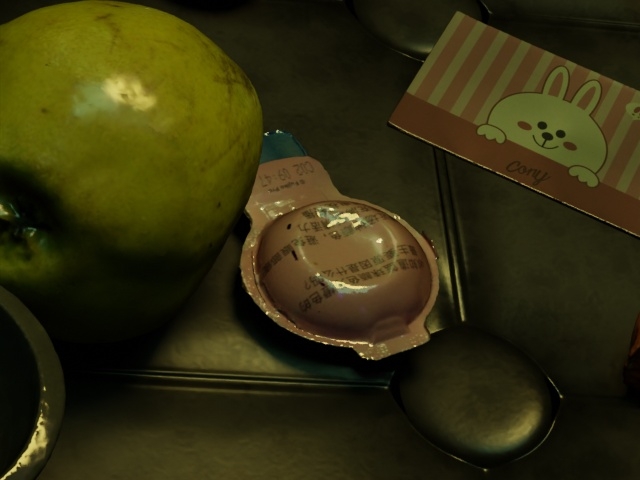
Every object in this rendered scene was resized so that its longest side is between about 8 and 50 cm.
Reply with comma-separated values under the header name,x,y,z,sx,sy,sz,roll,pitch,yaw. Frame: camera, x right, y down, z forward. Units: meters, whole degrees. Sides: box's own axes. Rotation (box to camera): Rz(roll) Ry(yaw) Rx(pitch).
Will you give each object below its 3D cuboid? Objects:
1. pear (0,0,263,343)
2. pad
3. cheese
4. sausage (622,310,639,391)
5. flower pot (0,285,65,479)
name,x,y,z,sx,sy,sz,roll,pitch,yaw
pear,-0.184,-0.072,1.681,0.287,0.287,0.375,33,27,14
pad,0.239,-0.119,1.993,0.300,0.005,0.202,25,49,8
cheese,0.000,0.000,1.788,0.189,0.074,0.286,-19,54,-28
sausage,0.397,0.033,1.842,0.094,0.097,0.348,32,50,23
flower pot,-0.340,0.156,1.511,0.269,0.166,0.269,9,48,-10
